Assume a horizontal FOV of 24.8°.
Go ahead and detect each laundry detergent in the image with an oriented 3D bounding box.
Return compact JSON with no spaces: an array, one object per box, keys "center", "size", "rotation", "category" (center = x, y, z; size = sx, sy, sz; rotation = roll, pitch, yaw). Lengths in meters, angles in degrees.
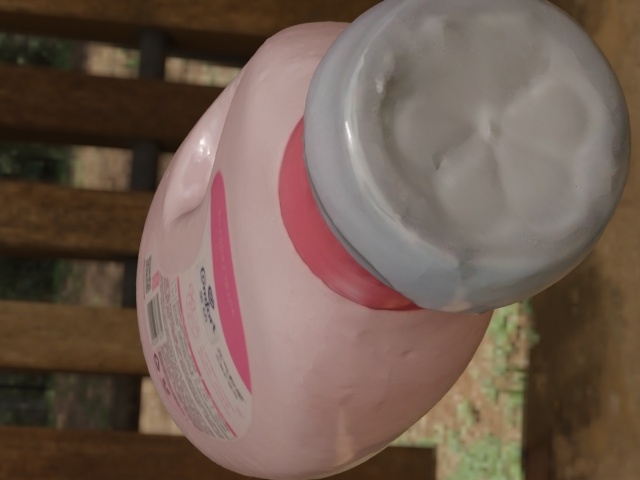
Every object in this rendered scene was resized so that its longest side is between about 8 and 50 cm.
[{"center":[0.000,0.000,0.495],"size":[0.335,0.087,0.159],"rotation":[144,120,-72],"category":"laundry detergent"}]
